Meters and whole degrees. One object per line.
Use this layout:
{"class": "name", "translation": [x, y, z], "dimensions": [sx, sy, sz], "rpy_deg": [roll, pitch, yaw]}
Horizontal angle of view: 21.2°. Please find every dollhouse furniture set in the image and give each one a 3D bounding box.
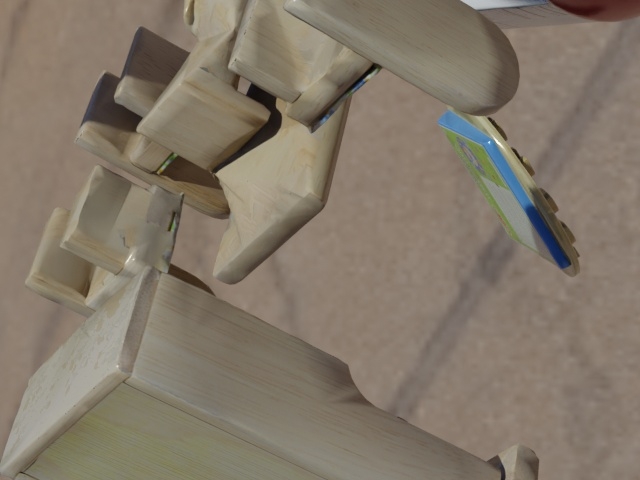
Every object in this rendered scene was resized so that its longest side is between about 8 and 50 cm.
{"class": "dollhouse furniture set", "translation": [0.000, 0.000, 1.065], "dimensions": [0.362, 0.256, 0.394], "rpy_deg": [-40, 29, 46]}

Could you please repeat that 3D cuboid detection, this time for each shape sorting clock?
{"class": "shape sorting clock", "translation": [0.177, -0.054, 1.567], "dimensions": [0.206, 0.040, 0.206], "rpy_deg": [53, 175, 7]}

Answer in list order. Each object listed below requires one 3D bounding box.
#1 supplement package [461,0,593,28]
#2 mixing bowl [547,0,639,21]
{"class": "supplement package", "translation": [0.149, -0.288, 1.506], "dimensions": [0.203, 0.149, 0.194], "rpy_deg": [0, 90, 32]}
{"class": "mixing bowl", "translation": [0.220, -0.235, 1.316], "dimensions": [0.098, 0.181, 0.181], "rpy_deg": [101, 159, -55]}
